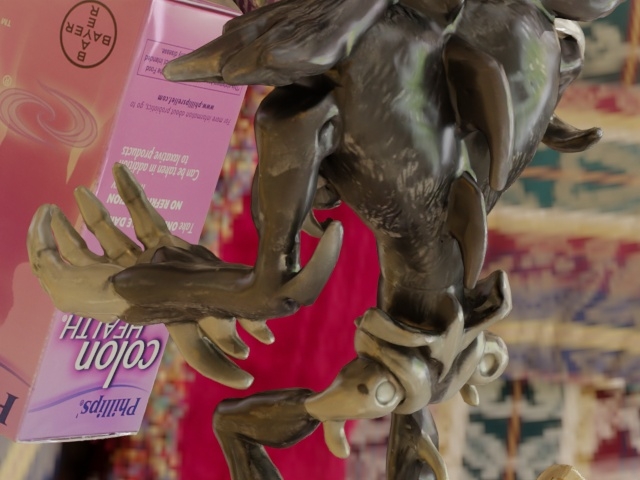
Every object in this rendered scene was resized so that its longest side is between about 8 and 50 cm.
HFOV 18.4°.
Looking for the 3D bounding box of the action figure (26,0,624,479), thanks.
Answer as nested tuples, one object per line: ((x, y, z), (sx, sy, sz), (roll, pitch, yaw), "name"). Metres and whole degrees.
((0.000, 0.000, 0.570), (0.164, 0.141, 0.276), (-18, 120, -42), "action figure")

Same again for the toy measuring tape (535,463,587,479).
((0.063, 0.191, 0.678), (0.121, 0.330, 0.121), (1, 111, 4), "toy measuring tape")

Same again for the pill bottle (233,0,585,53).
((0.014, -0.123, 0.833), (0.108, 0.193, 0.108), (-34, 164, -11), "pill bottle")

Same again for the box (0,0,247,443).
((-0.178, -0.041, 1.077), (0.213, 0.243, 0.117), (22, -171, 27), "box")
